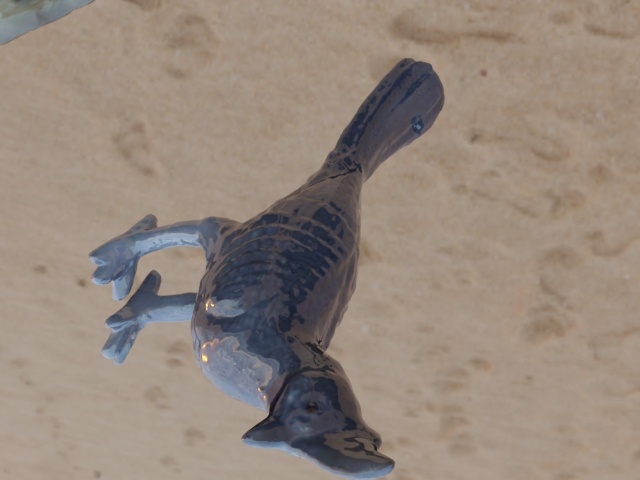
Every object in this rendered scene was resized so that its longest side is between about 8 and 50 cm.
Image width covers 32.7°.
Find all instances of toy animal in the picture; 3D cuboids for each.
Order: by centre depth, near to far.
[{"bbox_3d":[-0.035,0.016,0.636,0.205,0.367,0.081,-11,122,18],"label":"toy animal"}]

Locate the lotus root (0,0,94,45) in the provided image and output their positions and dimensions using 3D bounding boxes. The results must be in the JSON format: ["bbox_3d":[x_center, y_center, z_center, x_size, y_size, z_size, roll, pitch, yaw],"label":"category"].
[{"bbox_3d":[-0.207,-0.208,0.580,0.374,0.111,0.390,-25,175,18],"label":"lotus root"}]
